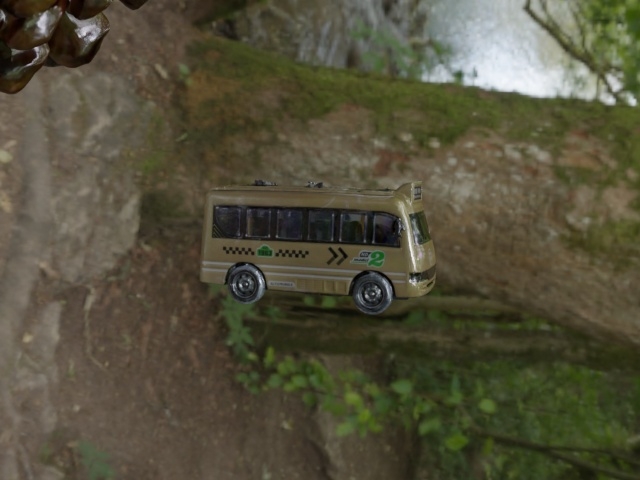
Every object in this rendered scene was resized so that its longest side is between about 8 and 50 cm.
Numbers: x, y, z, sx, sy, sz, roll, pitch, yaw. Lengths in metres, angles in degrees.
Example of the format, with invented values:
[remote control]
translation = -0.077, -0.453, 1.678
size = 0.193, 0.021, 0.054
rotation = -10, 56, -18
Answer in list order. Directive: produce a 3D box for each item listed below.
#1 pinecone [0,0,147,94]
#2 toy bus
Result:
[pinecone]
translation = -0.342, -0.336, 0.819
size = 0.397, 0.397, 0.398
rotation = -21, 114, -57
[toy bus]
translation = 0.000, 0.000, 1.053
size = 0.139, 0.289, 0.158
rotation = -16, 108, -70
